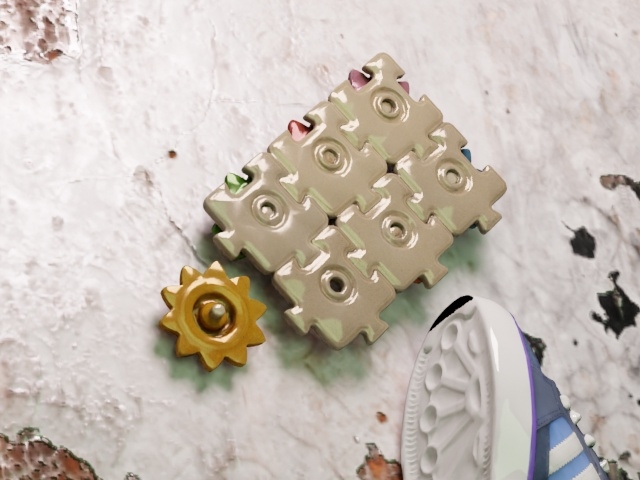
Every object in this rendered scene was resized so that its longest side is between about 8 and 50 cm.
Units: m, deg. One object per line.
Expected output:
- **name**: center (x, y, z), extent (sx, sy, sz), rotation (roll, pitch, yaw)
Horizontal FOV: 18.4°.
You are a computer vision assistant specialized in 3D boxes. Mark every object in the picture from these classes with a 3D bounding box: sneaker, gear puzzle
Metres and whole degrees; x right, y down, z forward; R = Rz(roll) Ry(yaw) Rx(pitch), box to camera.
- **sneaker**: center (0.197, 0.212, 1.506), extent (0.236, 0.130, 0.323), rotation (17, 52, -31)
- **gear puzzle**: center (0.000, 0.000, 1.565), extent (0.175, 0.044, 0.339), rotation (47, 55, 1)
